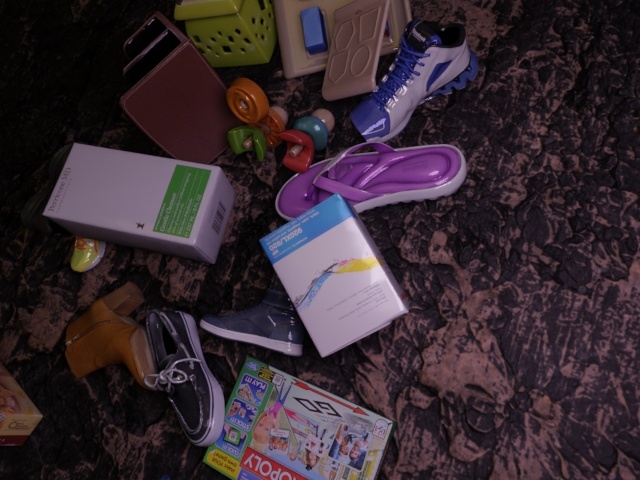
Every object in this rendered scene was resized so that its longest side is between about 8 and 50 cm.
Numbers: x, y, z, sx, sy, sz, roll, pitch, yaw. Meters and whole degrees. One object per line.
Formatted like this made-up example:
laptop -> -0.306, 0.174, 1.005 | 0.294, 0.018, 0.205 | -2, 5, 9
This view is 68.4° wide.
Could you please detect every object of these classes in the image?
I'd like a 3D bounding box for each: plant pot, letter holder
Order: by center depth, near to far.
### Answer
letter holder -> -0.337, -0.333, 1.125 | 0.214, 0.302, 0.152 | -43, 61, 0
plant pot -> -0.249, -0.627, 1.269 | 0.227, 0.207, 0.228 | 5, 71, 22

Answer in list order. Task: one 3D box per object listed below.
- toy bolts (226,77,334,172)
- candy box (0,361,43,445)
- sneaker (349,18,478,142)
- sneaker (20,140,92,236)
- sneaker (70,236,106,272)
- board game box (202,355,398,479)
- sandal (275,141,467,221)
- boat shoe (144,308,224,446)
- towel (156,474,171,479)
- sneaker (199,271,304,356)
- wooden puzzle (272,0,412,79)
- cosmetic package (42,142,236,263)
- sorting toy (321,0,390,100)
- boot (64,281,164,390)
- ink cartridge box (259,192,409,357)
toy bolts -> -0.082, -0.282, 1.070 | 0.228, 0.218, 0.158 | 24, 55, 20
candy box -> -0.818, 0.342, 1.095 | 0.316, 0.183, 0.088 | 30, 80, 28
sneaker -> 0.187, -0.363, 1.008 | 0.315, 0.182, 0.127 | -35, 60, 4
sneaker -> -0.698, -0.136, 1.306 | 0.130, 0.109, 0.286 | 27, 89, 21
sneaker -> -0.601, -0.020, 1.214 | 0.081, 0.094, 0.209 | 9, 73, 23
board game box -> -0.043, 0.373, 0.869 | 0.317, 0.046, 0.214 | 16, 74, 26
sandal -> 0.087, -0.144, 0.990 | 0.416, 0.102, 0.169 | -11, 55, 17
boat shoe -> -0.285, 0.265, 0.950 | 0.113, 0.105, 0.306 | -37, 55, 18
towel -> -0.335, 0.523, 0.926 | 0.119, 0.029, 0.067 | -39, 61, 2
sneaker -> -0.129, 0.133, 0.968 | 0.226, 0.086, 0.164 | 9, 83, 14
wooden puzzle -> 0.035, -0.598, 1.161 | 0.347, 0.080, 0.322 | -9, 89, 19
cosmetic package -> -0.406, -0.084, 1.093 | 0.365, 0.155, 0.197 | 10, 72, 8
sorting toy -> 0.079, -0.425, 1.048 | 0.193, 0.038, 0.208 | 12, 95, 56
boot -> -0.465, 0.255, 1.056 | 0.211, 0.104, 0.295 | -39, 56, 8
ink cartridge box -> 0.034, 0.064, 0.861 | 0.168, 0.171, 0.233 | -31, 80, 8
